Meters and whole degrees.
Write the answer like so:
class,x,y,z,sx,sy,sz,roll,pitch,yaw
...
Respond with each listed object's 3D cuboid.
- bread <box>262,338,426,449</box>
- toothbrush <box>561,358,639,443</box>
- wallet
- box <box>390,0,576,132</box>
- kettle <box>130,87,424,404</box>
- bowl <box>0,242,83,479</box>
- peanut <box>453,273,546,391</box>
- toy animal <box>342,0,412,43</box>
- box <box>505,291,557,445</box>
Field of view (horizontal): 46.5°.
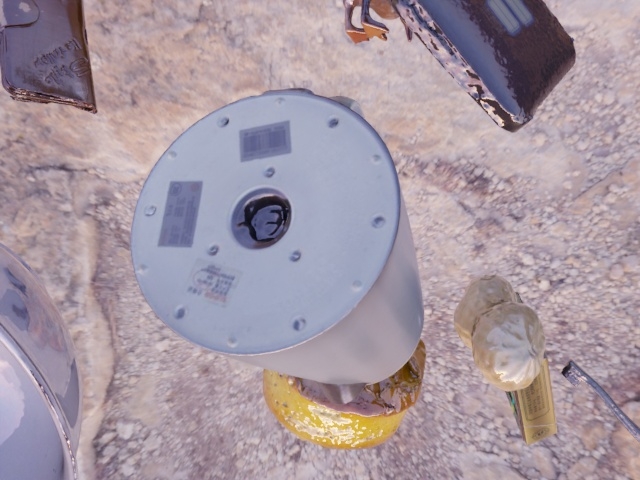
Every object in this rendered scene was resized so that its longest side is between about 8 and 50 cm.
class,x,y,z,sx,sy,sz,roll,pitch,yaw
bread,0.044,0.289,1.671,0.399,0.398,0.215,12,119,0
toothbrush,0.513,0.312,1.219,0.297,0.030,0.030,47,113,20
wallet,-0.268,-0.212,0.724,0.095,0.026,0.176,8,65,-43
box,0.315,-0.404,1.407,0.359,0.091,0.350,48,49,-4
kettle,0.000,0.000,0.531,0.160,0.243,0.210,-1,71,17
bowl,-0.313,0.087,0.584,0.346,0.157,0.345,6,122,10
peanut,0.190,0.092,0.802,0.082,0.187,0.082,-1,108,-3
toy animal,0.100,-0.522,1.582,0.298,0.122,0.185,28,72,-30
box,0.353,0.226,1.308,0.071,0.240,0.159,-19,42,4
